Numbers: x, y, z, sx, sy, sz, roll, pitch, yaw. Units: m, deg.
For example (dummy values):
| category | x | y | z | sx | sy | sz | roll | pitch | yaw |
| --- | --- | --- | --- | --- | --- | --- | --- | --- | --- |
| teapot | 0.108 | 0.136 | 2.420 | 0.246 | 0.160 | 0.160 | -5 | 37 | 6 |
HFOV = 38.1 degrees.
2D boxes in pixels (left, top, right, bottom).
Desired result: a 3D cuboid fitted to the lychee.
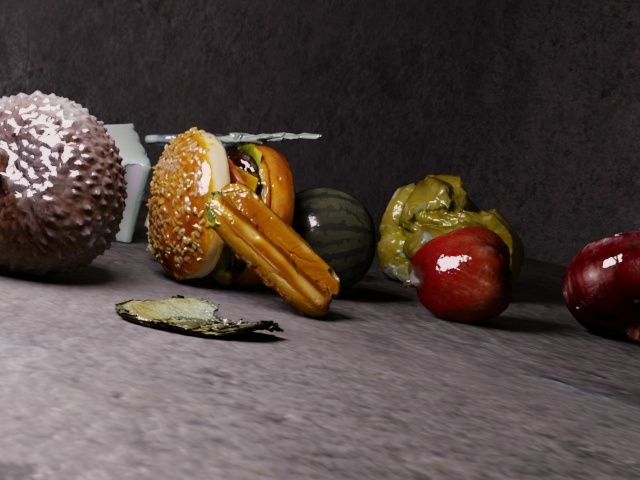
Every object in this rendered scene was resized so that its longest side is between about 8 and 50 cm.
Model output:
| category | x | y | z | sx | sy | sz | roll | pitch | yaw |
| --- | --- | --- | --- | --- | --- | --- | --- | --- | --- |
| lychee | -0.437 | -0.090 | 1.456 | 0.300 | 0.300 | 0.300 | 9 | 4 | -1 |

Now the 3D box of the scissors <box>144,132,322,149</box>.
| category | x | y | z | sx | sy | sz | roll | pitch | yaw |
| --- | --- | --- | --- | --- | --- | --- | --- | --- | --- |
| scissors | -0.152 | -0.194 | 1.788 | 0.256 | 0.029 | 0.383 | 0 | 3 | -37 |

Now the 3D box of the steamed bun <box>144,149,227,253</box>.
| category | x | y | z | sx | sy | sz | roll | pitch | yaw |
| --- | --- | --- | --- | --- | --- | --- | --- | --- | --- |
| steamed bun | -0.221 | -0.049 | 1.957 | 0.290 | 0.273 | 0.272 | 12 | -12 | -14 |

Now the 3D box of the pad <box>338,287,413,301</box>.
| category | x | y | z | sx | sy | sz | roll | pitch | yaw |
| --- | --- | --- | --- | --- | --- | --- | --- | --- | --- |
| pad | 0.088 | 0.109 | 1.873 | 0.127 | 0.004 | 0.190 | 12 | 5 | 35 |

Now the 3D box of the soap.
| category | x | y | z | sx | sy | sz | roll | pitch | yaw |
| --- | --- | --- | --- | --- | --- | --- | --- | --- | --- |
| soap | -0.476 | -0.115 | 2.106 | 0.095 | 0.289 | 0.173 | -4 | 46 | -30 |

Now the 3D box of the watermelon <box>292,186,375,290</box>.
| category | x | y | z | sx | sy | sz | roll | pitch | yaw |
| --- | --- | --- | --- | --- | --- | --- | --- | --- | --- |
| watermelon | 0.000 | 0.000 | 1.767 | 0.212 | 0.212 | 0.212 | 9 | 4 | -1 |

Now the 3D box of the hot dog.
| category | x | y | z | sx | sy | sz | roll | pitch | yaw |
| --- | --- | --- | --- | --- | --- | --- | --- | --- | --- |
| hot dog | -0.077 | 0.013 | 1.492 | 0.269 | 0.115 | 0.072 | 45 | -36 | 1 |

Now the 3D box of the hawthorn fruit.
| category | x | y | z | sx | sy | sz | roll | pitch | yaw |
| --- | --- | --- | --- | --- | --- | --- | --- | --- | --- |
| hawthorn fruit | 0.253 | 0.070 | 1.715 | 0.202 | 0.185 | 0.185 | -8 | 1 | 10 |

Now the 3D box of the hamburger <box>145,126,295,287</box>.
| category | x | y | z | sx | sy | sz | roll | pitch | yaw |
| --- | --- | --- | --- | --- | --- | --- | --- | --- | --- |
| hamburger | -0.188 | -0.057 | 1.660 | 0.225 | 0.291 | 0.291 | 6 | 5 | -28 |

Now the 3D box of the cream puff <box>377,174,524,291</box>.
| category | x | y | z | sx | sy | sz | roll | pitch | yaw |
| --- | --- | --- | --- | --- | --- | --- | --- | --- | --- |
| cream puff | 0.314 | -0.015 | 2.218 | 0.378 | 0.275 | 0.378 | 12 | 3 | -1 |

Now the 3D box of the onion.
| category | x | y | z | sx | sy | sz | roll | pitch | yaw |
| --- | --- | --- | --- | --- | --- | --- | --- | --- | --- |
| onion | 0.615 | 0.101 | 1.776 | 0.314 | 0.232 | 0.314 | 4 | -20 | 1 |

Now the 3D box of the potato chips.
| category | x | y | z | sx | sy | sz | roll | pitch | yaw |
| --- | --- | --- | --- | --- | --- | --- | --- | --- | --- |
| potato chips | -0.167 | 0.104 | 1.265 | 0.220 | 0.029 | 0.202 | 8 | 4 | 30 |
